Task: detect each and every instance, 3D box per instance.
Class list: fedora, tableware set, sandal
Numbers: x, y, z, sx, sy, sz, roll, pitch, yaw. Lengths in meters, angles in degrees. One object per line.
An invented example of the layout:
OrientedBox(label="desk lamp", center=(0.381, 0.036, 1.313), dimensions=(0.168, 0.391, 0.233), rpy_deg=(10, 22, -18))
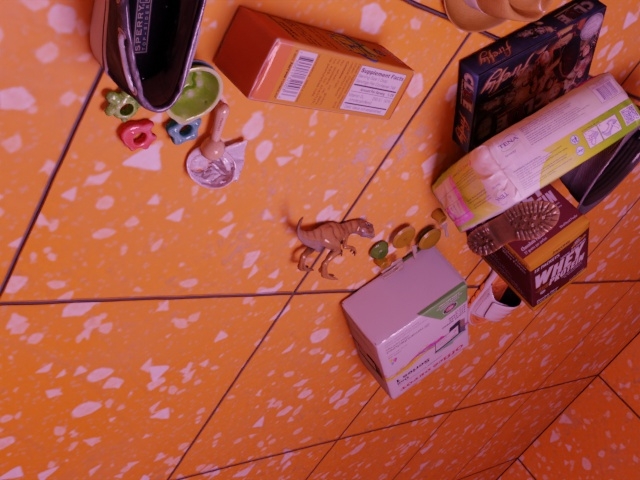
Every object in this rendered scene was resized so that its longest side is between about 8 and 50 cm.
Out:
OrientedBox(label="fedora", center=(0.487, -0.169, 1.390), dimensions=(0.275, 0.124, 0.243), rpy_deg=(-34, 153, -32))
OrientedBox(label="tableware set", center=(0.154, -0.001, 1.360), dimensions=(0.154, 0.024, 0.104), rpy_deg=(-34, 145, -7))
OrientedBox(label="sandal", center=(0.399, 0.112, 1.707), dimensions=(0.102, 0.076, 0.265), rpy_deg=(-16, 142, -33))
OrientedBox(label="fedora", center=(0.243, -0.327, 0.978), dimensions=(0.194, 0.079, 0.194), rpy_deg=(-28, 148, -19))

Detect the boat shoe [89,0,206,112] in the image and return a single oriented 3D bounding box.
OrientedBox(label="boat shoe", center=(-0.135, -0.245, 0.662), dimensions=(0.108, 0.102, 0.301), rpy_deg=(-14, 141, -35))

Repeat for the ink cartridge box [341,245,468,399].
OrientedBox(label="ink cartridge box", center=(0.170, 0.160, 1.488), dimensions=(0.201, 0.117, 0.278), rpy_deg=(-34, 149, -9))

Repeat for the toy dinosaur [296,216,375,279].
OrientedBox(label="toy dinosaur", center=(0.000, 0.000, 1.177), dimensions=(0.212, 0.064, 0.112), rpy_deg=(-8, 119, -54))

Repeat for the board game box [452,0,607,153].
OrientedBox(label="board game box", center=(0.312, -0.249, 1.186), dimensions=(0.243, 0.042, 0.165), rpy_deg=(-30, 148, -15))

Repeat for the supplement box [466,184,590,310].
OrientedBox(label="supplement box", center=(0.363, -0.013, 1.398), dimensions=(0.129, 0.191, 0.194), rpy_deg=(-36, 148, -4))

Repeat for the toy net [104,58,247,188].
OrientedBox(label="toy net", center=(-0.143, -0.109, 0.884), dimensions=(0.122, 0.045, 0.232), rpy_deg=(-36, 149, -5))

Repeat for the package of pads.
OrientedBox(label="package of pads", center=(0.303, -0.121, 1.180), dimensions=(0.229, 0.101, 0.296), rpy_deg=(-31, 176, -11))

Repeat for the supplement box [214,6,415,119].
OrientedBox(label="supplement box", center=(0.000, -0.195, 0.895), dimensions=(0.233, 0.078, 0.080), rpy_deg=(1, 128, -48))

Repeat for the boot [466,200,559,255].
OrientedBox(label="boot", center=(0.312, -0.032, 1.237), dimensions=(0.158, 0.059, 0.085), rpy_deg=(-24, -174, 42))
